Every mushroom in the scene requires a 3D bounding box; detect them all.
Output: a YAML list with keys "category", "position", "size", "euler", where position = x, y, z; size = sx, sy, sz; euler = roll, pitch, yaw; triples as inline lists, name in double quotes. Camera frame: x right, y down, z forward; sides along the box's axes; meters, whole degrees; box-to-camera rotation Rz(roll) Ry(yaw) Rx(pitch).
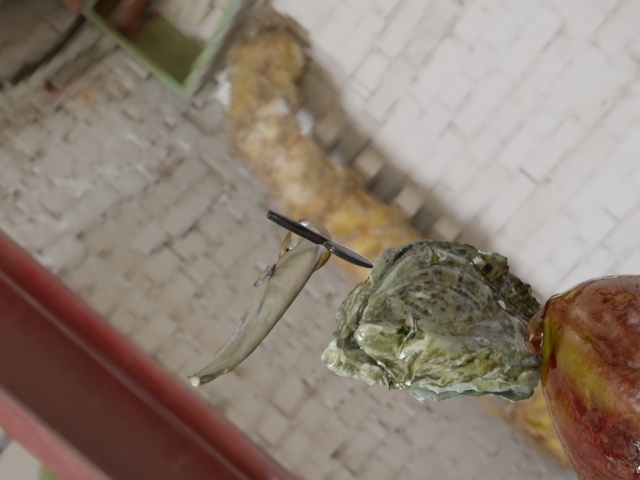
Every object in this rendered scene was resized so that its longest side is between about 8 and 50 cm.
- category: "mushroom"
  position: [-0.026, 0.027, 0.992]
  size: [0.306, 0.043, 0.068]
  euler: [-54, -19, -75]

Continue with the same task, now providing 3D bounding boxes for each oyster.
- category: "oyster"
  position: [0.123, 0.089, 1.583]
  size: [0.112, 0.268, 0.198]
  euler: [-48, 31, 43]

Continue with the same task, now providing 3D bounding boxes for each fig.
- category: "fig"
  position: [0.309, 0.144, 1.348]
  size: [0.224, 0.263, 0.224]
  euler: [-25, -10, -5]

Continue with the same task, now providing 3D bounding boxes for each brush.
- category: "brush"
  position: [0.000, 0.000, 0.968]
  size: [0.008, 0.083, 0.024]
  euler: [-58, 25, 9]
